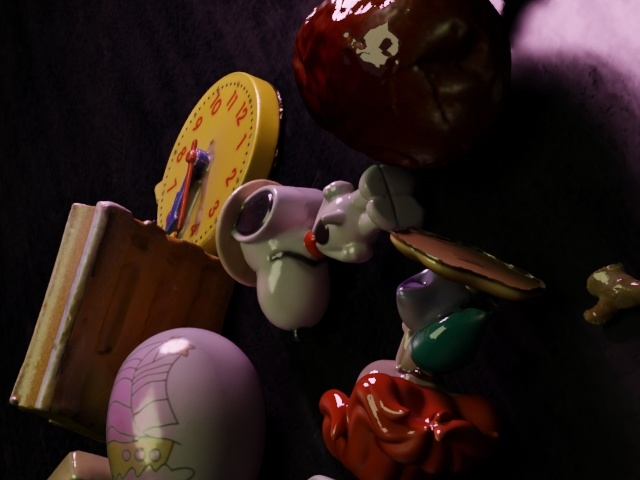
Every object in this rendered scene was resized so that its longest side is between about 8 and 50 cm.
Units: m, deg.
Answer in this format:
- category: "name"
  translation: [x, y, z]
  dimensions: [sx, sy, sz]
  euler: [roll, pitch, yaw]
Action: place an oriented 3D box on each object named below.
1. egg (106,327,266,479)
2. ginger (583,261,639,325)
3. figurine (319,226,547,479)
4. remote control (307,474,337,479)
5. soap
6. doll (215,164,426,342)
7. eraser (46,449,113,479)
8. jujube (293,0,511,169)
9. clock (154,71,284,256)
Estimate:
- category: "egg"
  translation: [-0.163, 0.236, 1.960]
  dimensions: [0.196, 0.196, 0.271]
  euler: [-27, 41, 50]
- category: "ginger"
  translation: [0.276, 0.044, 1.519]
  dimensions: [0.097, 0.030, 0.048]
  euler: [-35, 70, 48]
- category: "figurine"
  translation: [0.101, 0.135, 1.615]
  dimensions: [0.208, 0.181, 0.257]
  euler: [27, 103, 33]
- category: "remote control"
  translation: [-0.021, 0.419, 1.729]
  dimensions: [0.128, 0.065, 0.335]
  euler: [12, 81, 63]
- category: "soap"
  translation: [-0.251, 0.120, 2.113]
  dimensions: [0.143, 0.259, 0.281]
  euler: [7, 74, 41]
- category: "doll"
  translation: [-0.001, -0.021, 1.949]
  dimensions: [0.271, 0.144, 0.208]
  euler: [-50, 54, 35]
- category: "eraser"
  translation: [-0.326, 0.365, 2.228]
  dimensions: [0.172, 0.117, 0.058]
  euler: [-50, 33, 29]
- category: "jujube"
  translation: [0.082, -0.194, 1.828]
  dimensions: [0.223, 0.223, 0.318]
  euler: [-69, 22, -2]
- category: "clock"
  translation: [-0.159, -0.104, 2.315]
  dimensions: [0.293, 0.071, 0.277]
  euler: [-55, 31, 22]
